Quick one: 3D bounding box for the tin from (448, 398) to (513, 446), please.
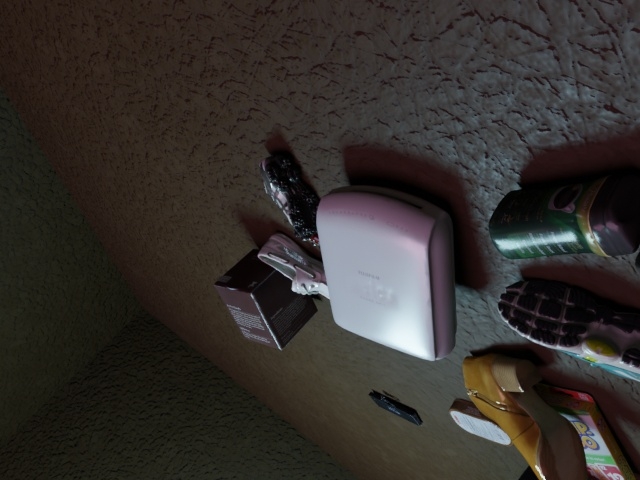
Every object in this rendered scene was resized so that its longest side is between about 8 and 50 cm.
[{"bbox_3d":[0.405,0.455,1.374,0.189,0.040,0.106,2,129,54],"label":"tin"}]

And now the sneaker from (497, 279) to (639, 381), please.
[{"bbox_3d":[0.402,0.150,0.839,0.275,0.107,0.110,24,158,33],"label":"sneaker"}]

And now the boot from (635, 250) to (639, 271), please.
[{"bbox_3d":[0.525,0.070,0.491,0.284,0.138,0.377,47,158,-6],"label":"boot"}]

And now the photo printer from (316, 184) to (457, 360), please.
[{"bbox_3d":[0.121,0.048,1.000,0.255,0.107,0.308,16,129,36],"label":"photo printer"}]

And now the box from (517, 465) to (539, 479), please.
[{"bbox_3d":[0.519,0.929,1.411,0.297,0.471,0.480,30,152,36],"label":"box"}]

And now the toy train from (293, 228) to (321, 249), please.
[{"bbox_3d":[0.000,0.000,1.253,0.158,0.027,0.036,26,139,31],"label":"toy train"}]

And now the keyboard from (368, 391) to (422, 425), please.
[{"bbox_3d":[0.232,0.524,1.738,0.180,0.023,0.108,12,147,45],"label":"keyboard"}]

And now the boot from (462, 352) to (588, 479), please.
[{"bbox_3d":[0.399,0.366,1.106,0.211,0.104,0.295,137,113,-72],"label":"boot"}]

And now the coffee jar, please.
[{"bbox_3d":[0.312,-0.026,0.692,0.079,0.096,0.184,49,154,-20],"label":"coffee jar"}]

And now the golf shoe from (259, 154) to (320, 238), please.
[{"bbox_3d":[-0.064,-0.095,1.157,0.093,0.077,0.198,22,142,56],"label":"golf shoe"}]

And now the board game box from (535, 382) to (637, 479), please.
[{"bbox_3d":[0.525,0.393,1.098,0.124,0.039,0.260,-3,122,57],"label":"board game box"}]

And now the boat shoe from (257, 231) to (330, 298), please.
[{"bbox_3d":[-0.037,0.094,1.365,0.277,0.096,0.098,34,153,16],"label":"boat shoe"}]

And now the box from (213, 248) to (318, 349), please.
[{"bbox_3d":[-0.145,0.157,1.497,0.168,0.167,0.203,8,130,44],"label":"box"}]
